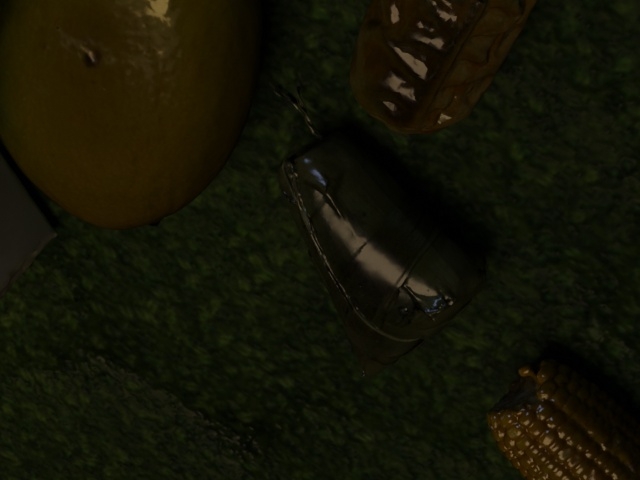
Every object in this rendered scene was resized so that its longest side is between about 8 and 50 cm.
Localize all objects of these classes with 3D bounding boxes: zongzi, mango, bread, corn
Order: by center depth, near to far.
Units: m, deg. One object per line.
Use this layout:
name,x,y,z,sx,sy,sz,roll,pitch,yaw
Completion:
bread,0.053,-0.093,0.841,0.066,0.060,0.110,10,140,-18
mango,-0.092,-0.103,0.892,0.137,0.091,0.237,25,135,0
zongzi,0.000,0.000,0.957,0.154,0.062,0.130,43,147,-1
corn,0.172,0.143,0.966,0.207,0.068,0.068,41,135,-9

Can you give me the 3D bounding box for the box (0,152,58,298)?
box,-0.314,-0.023,1.069,0.260,0.111,0.194,-13,119,39
